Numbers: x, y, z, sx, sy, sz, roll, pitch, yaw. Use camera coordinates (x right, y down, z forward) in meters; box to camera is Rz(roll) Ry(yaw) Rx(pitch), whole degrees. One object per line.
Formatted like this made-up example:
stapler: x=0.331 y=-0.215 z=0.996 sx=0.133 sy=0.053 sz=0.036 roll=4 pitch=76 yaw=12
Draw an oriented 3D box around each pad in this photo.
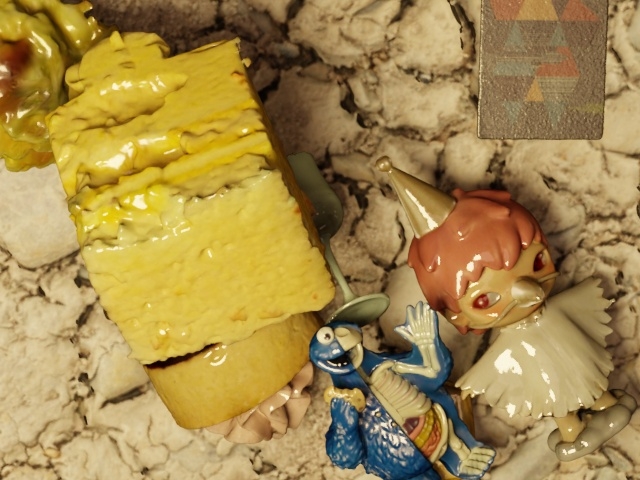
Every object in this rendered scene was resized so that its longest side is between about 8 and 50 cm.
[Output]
pad: x=0.244 y=-0.215 z=1.828 sx=0.143 sy=0.003 sz=0.211 roll=0 pitch=99 yaw=1

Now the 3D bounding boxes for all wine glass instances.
wine glass: x=0.000 y=0.000 z=1.794 sx=0.079 sy=0.079 sz=0.195 roll=-28 pitch=66 yaw=5

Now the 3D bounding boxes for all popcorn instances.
popcorn: x=-0.318 y=-0.178 z=1.764 sx=0.169 sy=0.218 sz=0.189 roll=24 pitch=81 yaw=41

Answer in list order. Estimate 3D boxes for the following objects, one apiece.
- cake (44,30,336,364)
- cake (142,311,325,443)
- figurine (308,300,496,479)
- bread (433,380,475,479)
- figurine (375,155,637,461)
cake: x=-0.136 y=-0.063 z=1.678 sx=0.222 sy=0.286 sz=0.227 roll=-19 pitch=138 yaw=2
cake: x=-0.075 y=0.131 z=1.801 sx=0.185 sy=0.207 sz=0.178 roll=-16 pitch=125 yaw=38
figurine: x=0.070 y=0.174 z=1.772 sx=0.164 sy=0.121 sz=0.262 roll=-29 pitch=117 yaw=-7
bread: x=0.134 y=0.212 z=1.870 sx=0.082 sy=0.056 sz=0.115 roll=-6 pitch=94 yaw=13
figurine: x=0.199 y=0.052 z=1.791 sx=0.207 sy=0.166 sz=0.387 roll=-35 pitch=101 yaw=-11
